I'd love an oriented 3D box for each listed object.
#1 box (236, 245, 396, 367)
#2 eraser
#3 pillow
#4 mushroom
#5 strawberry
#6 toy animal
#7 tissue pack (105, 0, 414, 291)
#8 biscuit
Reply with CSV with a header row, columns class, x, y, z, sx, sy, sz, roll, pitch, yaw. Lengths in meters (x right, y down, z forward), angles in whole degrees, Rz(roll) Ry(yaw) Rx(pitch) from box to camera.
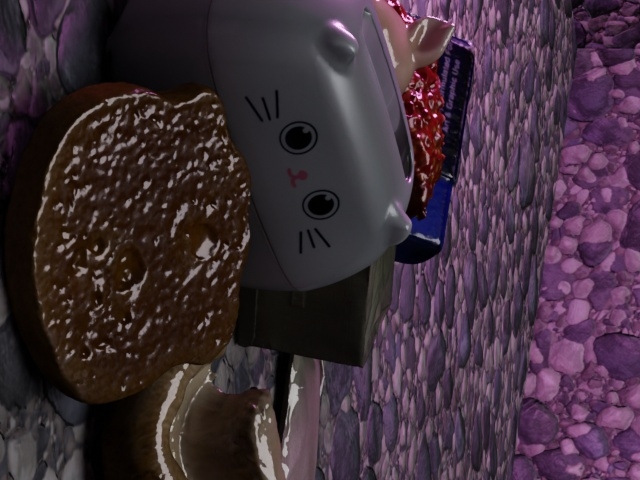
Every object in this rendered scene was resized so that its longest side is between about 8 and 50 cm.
class,x,y,z,sx,sy,sz,roll,pitch,yaw
box,0.000,0.000,1.959,0.155,0.149,0.231,-61,158,-57
eraser,0.107,-0.145,2.360,0.101,0.155,0.332,-32,-138,56
pillow,-0.028,0.234,2.155,0.130,0.038,0.233,44,49,-65
mushroom,-0.131,0.211,1.625,0.151,0.156,0.286,-16,96,-61
strawberry,0.086,-0.163,2.096,0.306,0.137,0.233,62,-17,13
toy animal,-0.008,-0.229,1.841,0.250,0.166,0.154,42,47,-12
tissue pack,-0.035,-0.123,1.674,0.229,0.236,0.333,-68,148,-46
biscuit,-0.160,-0.003,1.496,0.257,0.049,0.273,-19,118,-45
